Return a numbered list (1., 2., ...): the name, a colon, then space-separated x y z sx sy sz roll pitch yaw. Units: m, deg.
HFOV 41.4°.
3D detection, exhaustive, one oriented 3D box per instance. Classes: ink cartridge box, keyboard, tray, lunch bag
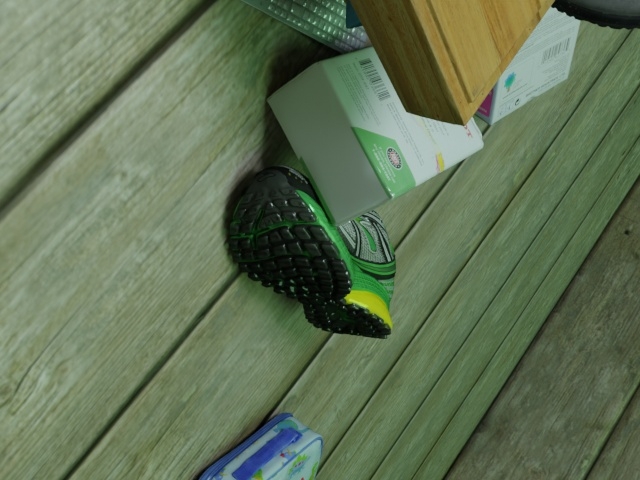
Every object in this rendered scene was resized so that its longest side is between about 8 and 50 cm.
1. ink cartridge box: 0.314 -0.339 1.247 0.186 0.065 0.311 -32 146 -25
2. ink cartridge box: 0.067 -0.126 0.916 0.093 0.154 0.212 -27 -178 43
3. keyboard: -0.004 -0.242 0.849 0.256 0.014 0.072 4 112 -63
4. tray: 0.074 -0.297 0.618 0.203 0.076 0.411 -54 138 -17
5. lunch bag: -0.092 0.355 1.199 0.219 0.090 0.176 -32 143 -46

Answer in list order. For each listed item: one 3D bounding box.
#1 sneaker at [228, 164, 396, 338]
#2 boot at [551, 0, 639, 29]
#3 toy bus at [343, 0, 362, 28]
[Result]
1. sneaker: 0.000 0.000 1.008 0.343 0.134 0.146 51 45 -59
2. boot: 0.226 -0.347 0.801 0.118 0.338 0.222 -52 156 -17
3. toy bus: 0.040 -0.275 0.776 0.191 0.104 0.202 -2 82 -40
